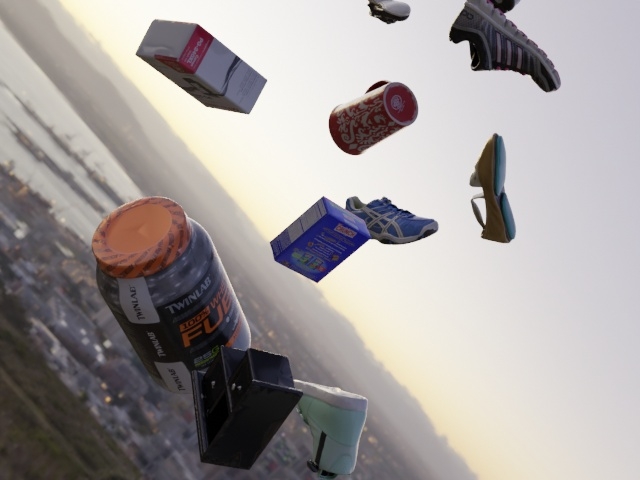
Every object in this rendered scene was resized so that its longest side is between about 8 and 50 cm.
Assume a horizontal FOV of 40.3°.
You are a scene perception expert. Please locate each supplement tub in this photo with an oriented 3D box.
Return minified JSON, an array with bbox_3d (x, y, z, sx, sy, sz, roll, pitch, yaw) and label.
[{"bbox_3d":[-0.243,0.092,1.431,0.193,0.193,0.316,46,-18,42],"label":"supplement tub"}]

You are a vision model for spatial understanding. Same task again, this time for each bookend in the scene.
[{"bbox_3d":[-0.102,0.189,1.152,0.072,0.157,0.156,17,34,-26],"label":"bookend"}]

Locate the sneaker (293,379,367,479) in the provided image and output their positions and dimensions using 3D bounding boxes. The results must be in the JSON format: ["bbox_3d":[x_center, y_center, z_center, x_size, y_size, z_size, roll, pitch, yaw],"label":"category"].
[{"bbox_3d":[-0.005,0.325,1.497,0.094,0.151,0.256,13,-5,-18],"label":"sneaker"}]

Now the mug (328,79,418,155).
[{"bbox_3d":[0.107,-0.266,1.763,0.169,0.113,0.150,-19,-109,54],"label":"mug"}]

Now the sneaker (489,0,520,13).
[{"bbox_3d":[0.254,-0.448,1.314,0.081,0.094,0.209,-13,-72,59],"label":"sneaker"}]

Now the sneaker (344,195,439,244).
[{"bbox_3d":[0.128,-0.040,1.681,0.211,0.080,0.081,5,-74,33],"label":"sneaker"}]

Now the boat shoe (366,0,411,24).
[{"bbox_3d":[0.116,-0.391,1.497,0.125,0.046,0.038,43,-38,51],"label":"boat shoe"}]

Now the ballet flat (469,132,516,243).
[{"bbox_3d":[0.305,-0.088,1.587,0.073,0.080,0.232,2,-53,25],"label":"ballet flat"}]

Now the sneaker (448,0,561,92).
[{"bbox_3d":[0.227,-0.233,1.098,0.170,0.075,0.063,36,15,-18],"label":"sneaker"}]

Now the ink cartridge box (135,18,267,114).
[{"bbox_3d":[-0.166,-0.243,1.230,0.109,0.063,0.150,18,-11,44],"label":"ink cartridge box"}]

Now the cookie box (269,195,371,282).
[{"bbox_3d":[0.000,0.000,1.202,0.091,0.107,0.040,30,29,-41],"label":"cookie box"}]
